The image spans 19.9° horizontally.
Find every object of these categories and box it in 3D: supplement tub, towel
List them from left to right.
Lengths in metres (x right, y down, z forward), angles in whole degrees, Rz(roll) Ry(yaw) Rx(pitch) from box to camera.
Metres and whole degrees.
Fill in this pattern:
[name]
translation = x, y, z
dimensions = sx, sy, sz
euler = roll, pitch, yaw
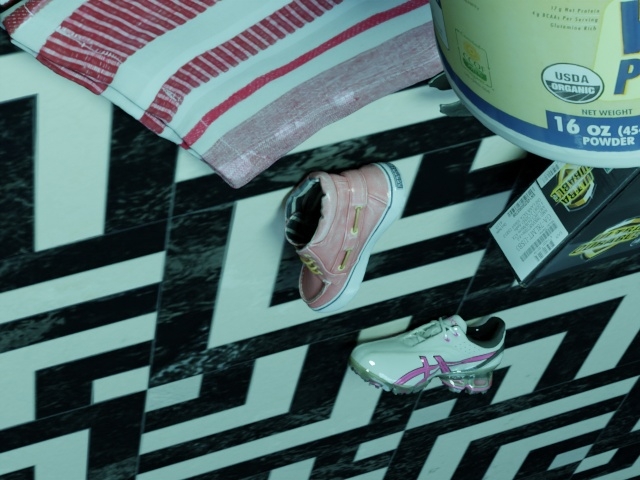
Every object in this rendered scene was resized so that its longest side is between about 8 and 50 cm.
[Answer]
[towel]
translation = -0.038, -0.148, 1.226
dimensions = 0.237, 0.037, 0.329
euler = -30, 154, 14
[supplement tub]
translation = 0.158, -0.213, 0.996
dimensions = 0.228, 0.228, 0.316
euler = -21, 144, -2

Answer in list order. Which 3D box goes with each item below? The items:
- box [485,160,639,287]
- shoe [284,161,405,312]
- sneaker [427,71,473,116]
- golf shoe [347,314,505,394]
[box]
translation = 0.331, -0.088, 1.571
dimensions = 0.296, 0.073, 0.293
euler = -12, 156, -42
[shoe]
translation = 0.000, 0.000, 1.530
dimensions = 0.081, 0.063, 0.178
euler = -5, 145, -31
[sneaker]
translation = 0.172, -0.136, 1.405
dimensions = 0.170, 0.051, 0.089
euler = -25, 159, 11
[golf shoe]
translation = 0.108, 0.108, 1.848
dimensions = 0.186, 0.067, 0.086
euler = 1, 118, -38
